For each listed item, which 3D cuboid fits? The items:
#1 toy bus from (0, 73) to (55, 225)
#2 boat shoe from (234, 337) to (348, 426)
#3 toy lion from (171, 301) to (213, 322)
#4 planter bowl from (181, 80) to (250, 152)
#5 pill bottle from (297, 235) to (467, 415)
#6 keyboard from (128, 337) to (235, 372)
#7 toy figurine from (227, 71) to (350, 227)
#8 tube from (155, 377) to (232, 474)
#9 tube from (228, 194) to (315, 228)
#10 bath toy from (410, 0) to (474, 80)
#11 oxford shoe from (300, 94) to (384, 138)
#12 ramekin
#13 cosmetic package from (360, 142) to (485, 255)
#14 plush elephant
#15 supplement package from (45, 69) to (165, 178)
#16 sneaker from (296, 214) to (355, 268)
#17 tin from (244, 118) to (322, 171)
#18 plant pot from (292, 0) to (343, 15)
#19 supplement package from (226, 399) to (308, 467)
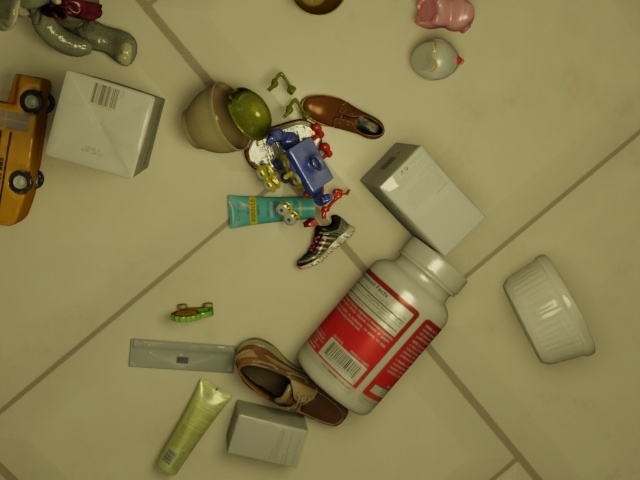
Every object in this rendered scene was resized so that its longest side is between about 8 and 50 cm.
[{"bbox_3d":[-0.686,-0.204,1.624,0.130,0.108,0.332,10,98,-8],"label":"toy bus"},{"bbox_3d":[-0.077,0.369,1.787,0.324,0.116,0.123,32,112,-9],"label":"boat shoe"},{"bbox_3d":[-0.306,0.176,1.745,0.100,0.096,0.034,-3,100,-8],"label":"toy lion"},{"bbox_3d":[-0.247,-0.269,1.661,0.109,0.162,0.162,-14,102,23],"label":"planter bowl"},{"bbox_3d":[0.154,0.196,1.745,0.229,0.229,0.407,40,92,-12],"label":"pill bottle"},{"bbox_3d":[-0.341,0.286,1.803,0.256,0.014,0.072,6,104,-9],"label":"keyboard"},{"bbox_3d":[-0.036,-0.202,1.605,0.191,0.217,0.362,-32,104,-17],"label":"toy figurine"},{"bbox_3d":[-0.320,0.467,1.816,0.240,0.062,0.070,-58,145,-1],"label":"tube"},{"bbox_3d":[-0.117,-0.074,1.758,0.207,0.052,0.080,-3,89,-3],"label":"tube"},{"bbox_3d":[0.302,-0.546,1.701,0.129,0.151,0.348,-3,102,-43],"label":"bath toy"},{"bbox_3d":[0.057,-0.296,1.729,0.212,0.076,0.076,16,99,-8],"label":"oxford shoe"},{"bbox_3d":[0.552,0.179,1.789,0.127,0.273,0.272,-27,102,9],"label":"ramekin"},{"bbox_3d":[0.232,-0.101,1.708,0.225,0.224,0.138,44,91,-12],"label":"cosmetic package"},{"bbox_3d":[-0.548,-0.528,1.512,0.330,0.255,0.271,7,98,-9],"label":"plush elephant"},{"bbox_3d":[-0.447,-0.248,1.553,0.178,0.293,0.175,16,97,-10],"label":"supplement package"},{"bbox_3d":[0.000,0.000,1.777,0.170,0.063,0.074,-40,103,-5],"label":"sneaker"},{"bbox_3d":[-0.088,-0.224,1.741,0.190,0.040,0.106,-18,106,-5],"label":"tin"},{"bbox_3d":[-0.012,-0.575,1.661,0.134,0.095,0.134,-1,100,-8],"label":"plant pot"},{"bbox_3d":[-0.135,0.480,1.815,0.179,0.105,0.105,16,98,-11],"label":"supplement package"}]
